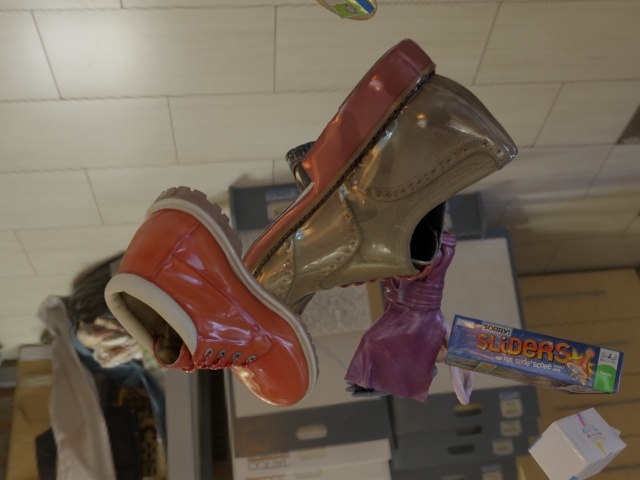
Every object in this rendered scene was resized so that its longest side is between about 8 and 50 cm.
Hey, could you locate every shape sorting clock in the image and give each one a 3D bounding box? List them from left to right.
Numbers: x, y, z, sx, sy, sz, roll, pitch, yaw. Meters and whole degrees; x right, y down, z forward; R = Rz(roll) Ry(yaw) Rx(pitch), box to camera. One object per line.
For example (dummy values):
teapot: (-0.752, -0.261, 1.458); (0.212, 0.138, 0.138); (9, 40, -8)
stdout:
shape sorting clock: (0.053, -0.638, 1.757); (0.206, 0.040, 0.206); (27, 174, 3)

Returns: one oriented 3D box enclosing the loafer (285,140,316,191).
loafer: (-0.004, -0.086, 0.906); (0.062, 0.061, 0.170); (-19, 169, 9)

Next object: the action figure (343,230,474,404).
action figure: (0.160, 0.093, 1.131); (0.275, 0.248, 0.370); (15, 105, 10)

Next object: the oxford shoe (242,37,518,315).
oxford shoe: (0.023, 0.006, 0.572); (0.130, 0.123, 0.348); (38, 138, 3)

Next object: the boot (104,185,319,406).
boot: (-0.059, 0.056, 0.386); (0.059, 0.085, 0.158); (-19, 120, 29)

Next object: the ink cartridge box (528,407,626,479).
ink cartridge box: (0.474, 0.377, 1.244); (0.143, 0.090, 0.092); (-4, 135, -37)

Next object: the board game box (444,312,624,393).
board game box: (0.187, 0.112, 0.638); (0.136, 0.035, 0.201); (12, 170, 12)
